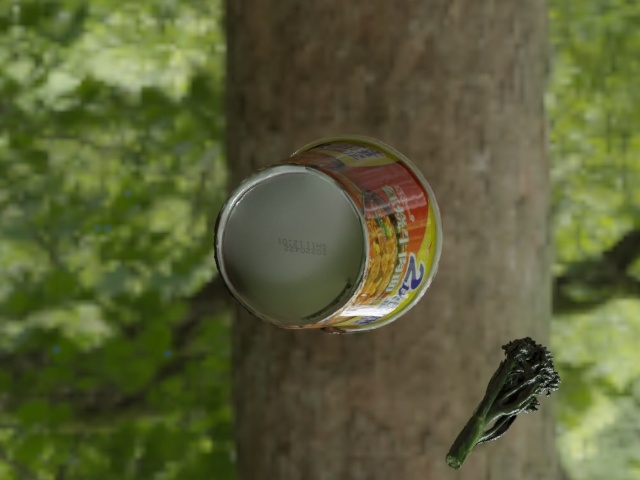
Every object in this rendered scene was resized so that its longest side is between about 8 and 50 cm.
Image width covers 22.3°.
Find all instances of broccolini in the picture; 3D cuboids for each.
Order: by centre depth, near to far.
[{"bbox_3d":[0.195,0.184,1.861,0.202,0.091,0.068,-35,-145,-32],"label":"broccolini"}]

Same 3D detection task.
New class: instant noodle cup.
[{"bbox_3d":[0.000,0.000,1.635,0.213,0.213,0.174,-1,-175,21],"label":"instant noodle cup"}]
